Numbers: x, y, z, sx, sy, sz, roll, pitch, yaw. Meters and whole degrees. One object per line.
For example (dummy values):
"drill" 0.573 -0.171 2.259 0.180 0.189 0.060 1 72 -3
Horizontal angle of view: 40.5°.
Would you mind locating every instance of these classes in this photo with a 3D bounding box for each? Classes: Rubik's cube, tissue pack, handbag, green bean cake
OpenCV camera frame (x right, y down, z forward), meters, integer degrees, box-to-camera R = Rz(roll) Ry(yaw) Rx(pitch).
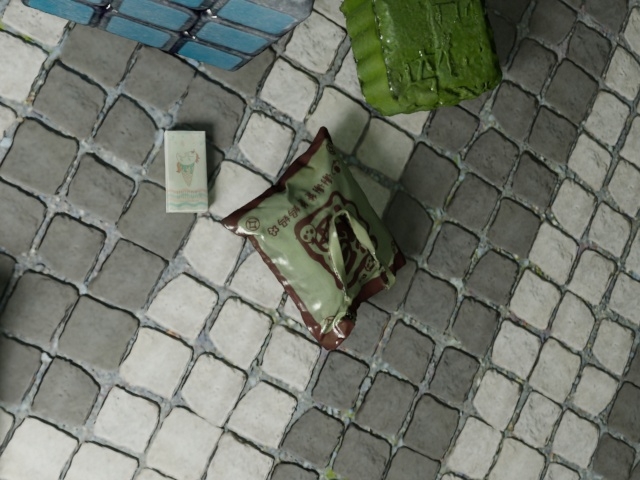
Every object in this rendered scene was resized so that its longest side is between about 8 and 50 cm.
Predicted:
"Rubik's cube" -0.165 -0.407 1.019 0.305 0.301 0.304 12 84 -20
"tissue pack" -0.178 -0.091 1.149 0.056 0.023 0.108 -3 88 -22
"handbag" 0.000 0.000 1.163 0.213 0.127 0.235 -47 114 -35
"green bean cake" 0.146 -0.291 1.241 0.200 0.113 0.214 -13 93 -25
